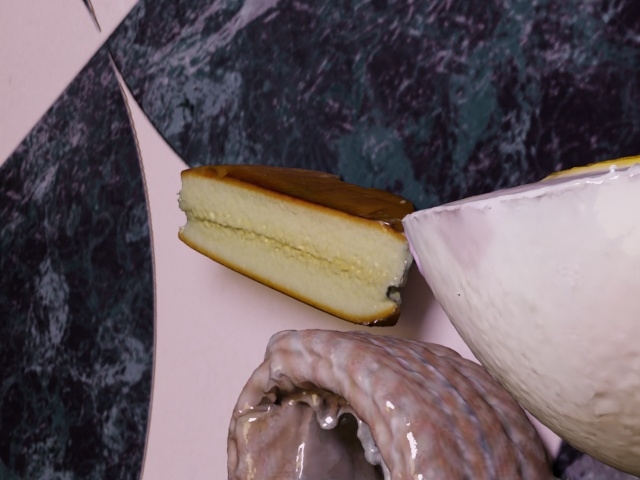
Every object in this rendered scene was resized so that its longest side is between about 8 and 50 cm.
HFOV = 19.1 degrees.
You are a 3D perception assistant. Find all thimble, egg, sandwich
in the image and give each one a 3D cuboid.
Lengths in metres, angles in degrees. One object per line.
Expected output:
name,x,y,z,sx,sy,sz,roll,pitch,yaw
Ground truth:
thimble,0.047,0.174,1.310,0.229,0.148,0.196,45,117,41
egg,0.219,0.039,1.063,0.337,0.337,0.201,-14,86,43
sandwich,0.000,0.000,1.426,0.244,0.088,0.090,19,106,41
